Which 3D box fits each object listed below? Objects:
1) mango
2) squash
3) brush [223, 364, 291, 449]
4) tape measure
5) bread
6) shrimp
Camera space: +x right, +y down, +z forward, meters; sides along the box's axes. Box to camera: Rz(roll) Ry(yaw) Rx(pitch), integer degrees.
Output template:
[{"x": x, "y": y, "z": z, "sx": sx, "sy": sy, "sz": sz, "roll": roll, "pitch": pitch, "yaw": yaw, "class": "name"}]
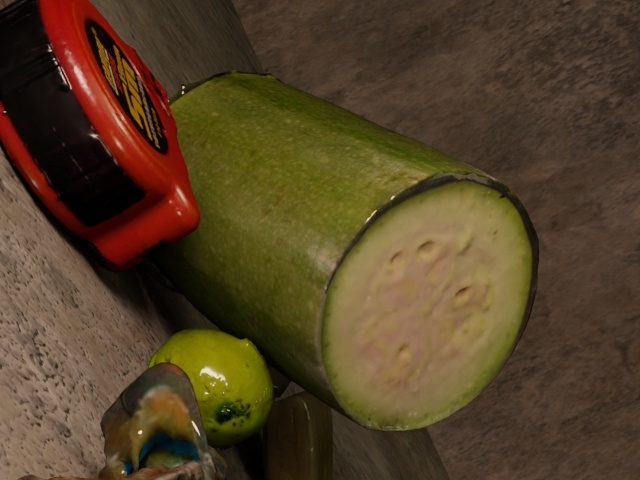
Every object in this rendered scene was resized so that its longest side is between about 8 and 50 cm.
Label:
[{"x": -0.098, "y": 0.131, "z": 1.666, "sx": 0.119, "sy": 0.100, "sz": 0.178, "roll": 58, "pitch": -4, "yaw": -7, "class": "mango"}, {"x": 0.000, "y": 0.000, "z": 1.749, "sx": 0.384, "sy": 0.263, "sz": 0.263, "roll": 30, "pitch": -23, "yaw": 51, "class": "squash"}, {"x": -0.076, "y": 0.158, "z": 1.919, "sx": 0.301, "sy": 0.071, "sz": 0.084, "roll": -65, "pitch": 131, "yaw": -75, "class": "brush"}, {"x": -0.220, "y": -0.115, "z": 1.650, "sx": 0.260, "sy": 0.114, "sz": 0.253, "roll": 52, "pitch": 12, "yaw": -43, "class": "tape measure"}, {"x": -0.024, "y": 0.228, "z": 1.915, "sx": 0.178, "sy": 0.060, "sz": 0.140, "roll": 31, "pitch": 58, "yaw": -82, "class": "bread"}, {"x": -0.127, "y": 0.214, "z": 1.123, "sx": 0.221, "sy": 0.110, "sz": 0.446, "roll": 51, "pitch": 13, "yaw": -19, "class": "shrimp"}]
